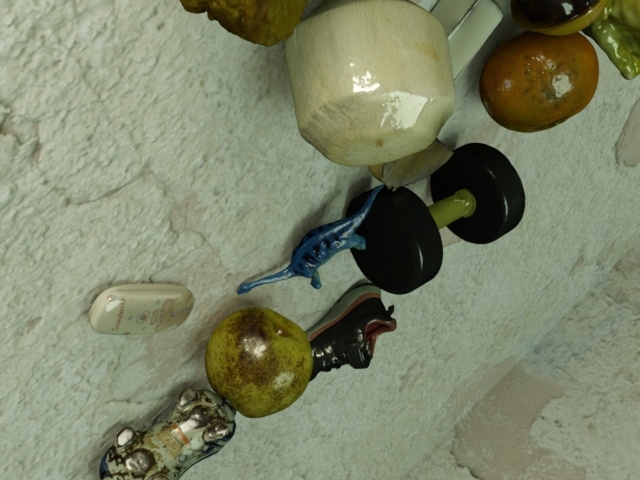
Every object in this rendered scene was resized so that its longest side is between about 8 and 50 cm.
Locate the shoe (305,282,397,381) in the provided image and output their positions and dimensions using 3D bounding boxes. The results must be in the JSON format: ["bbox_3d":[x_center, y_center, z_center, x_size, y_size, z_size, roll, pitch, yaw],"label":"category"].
[{"bbox_3d":[0.048,0.225,2.005,0.291,0.137,0.114,-43,149,-8],"label":"shoe"}]

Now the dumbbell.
[{"bbox_3d":[0.223,-0.048,1.855,0.322,0.203,0.204,-27,144,-34],"label":"dumbbell"}]

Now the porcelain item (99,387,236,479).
[{"bbox_3d":[-0.284,0.391,1.787,0.288,0.138,0.186,-37,166,-29],"label":"porcelain item"}]

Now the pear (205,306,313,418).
[{"bbox_3d":[-0.116,0.225,1.738,0.197,0.197,0.197,-33,147,-25],"label":"pear"}]

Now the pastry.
[{"bbox_3d":[-0.063,-0.352,1.131,0.235,0.132,0.240,-60,174,-11],"label":"pastry"}]

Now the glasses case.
[{"bbox_3d":[-0.280,0.109,1.518,0.204,0.051,0.081,1,125,-54],"label":"glasses case"}]

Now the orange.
[{"bbox_3d":[0.412,-0.297,1.805,0.240,0.171,0.240,-17,168,-4],"label":"orange"}]

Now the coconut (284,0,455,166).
[{"bbox_3d":[0.070,-0.249,1.382,0.237,0.266,0.237,-10,163,-3],"label":"coconut"}]

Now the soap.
[{"bbox_3d":[0.226,-0.349,1.645,0.183,0.064,0.121,-53,151,8],"label":"soap"}]

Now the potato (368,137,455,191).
[{"bbox_3d":[0.138,-0.167,1.706,0.138,0.098,0.243,-49,154,5],"label":"potato"}]

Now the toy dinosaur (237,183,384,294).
[{"bbox_3d":[0.002,0.013,1.755,0.329,0.076,0.144,-35,157,9],"label":"toy dinosaur"}]

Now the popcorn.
[{"bbox_3d":[0.636,-0.470,1.846,0.312,0.312,0.312,-33,147,-25],"label":"popcorn"}]

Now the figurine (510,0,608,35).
[{"bbox_3d":[0.379,-0.439,1.632,0.256,0.192,0.167,3,126,-35],"label":"figurine"}]
